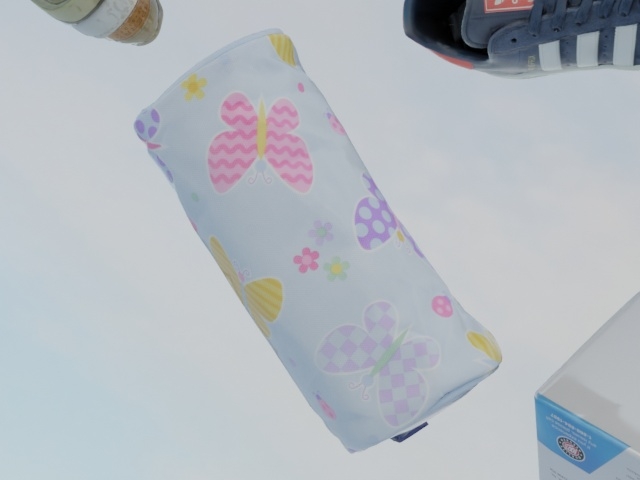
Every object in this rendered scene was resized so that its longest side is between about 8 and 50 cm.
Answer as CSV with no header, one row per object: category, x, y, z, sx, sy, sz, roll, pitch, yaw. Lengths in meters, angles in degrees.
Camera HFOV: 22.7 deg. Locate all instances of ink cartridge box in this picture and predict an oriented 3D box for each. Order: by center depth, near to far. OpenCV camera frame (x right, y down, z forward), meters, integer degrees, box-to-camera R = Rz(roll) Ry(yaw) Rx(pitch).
ink cartridge box,0.339,0.219,1.500,0.198,0.197,0.270,30,-34,34

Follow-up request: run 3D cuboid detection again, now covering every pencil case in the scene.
pencil case,0.000,0.000,1.003,0.273,0.124,0.113,55,-18,3

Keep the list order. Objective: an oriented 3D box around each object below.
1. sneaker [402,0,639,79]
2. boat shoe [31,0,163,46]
sneaker,0.202,-0.201,1.297,0.148,0.131,0.350,6,-11,-35
boat shoe,-0.244,-0.264,1.529,0.103,0.113,0.302,33,13,-39
